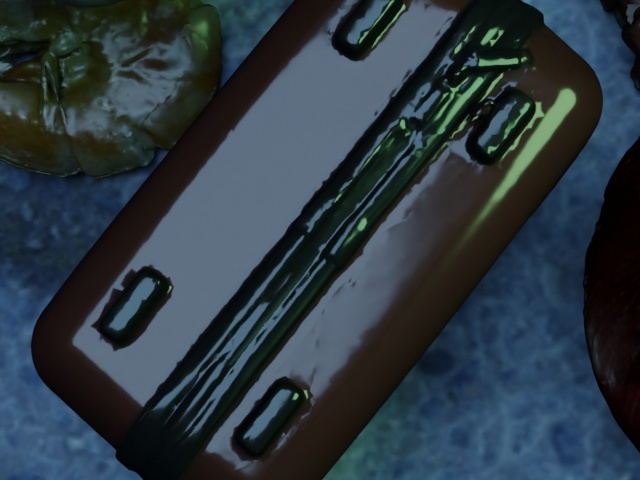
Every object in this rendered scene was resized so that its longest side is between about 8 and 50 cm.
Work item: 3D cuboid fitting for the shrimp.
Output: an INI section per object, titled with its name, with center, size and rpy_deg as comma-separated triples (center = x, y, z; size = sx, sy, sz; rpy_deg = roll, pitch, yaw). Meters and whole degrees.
[shrimp]
center = -0.207, -0.126, 0.914
size = 0.294, 0.062, 0.154
rpy_deg = 11, 84, 10

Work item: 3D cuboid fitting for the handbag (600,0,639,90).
[handbag]
center = 0.282, -0.211, 0.845
size = 0.275, 0.084, 0.260
rpy_deg = -22, 77, 4

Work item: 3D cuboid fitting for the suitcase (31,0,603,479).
[suitcase]
center = 0.000, 0.000, 0.761
size = 0.161, 0.236, 0.297
rpy_deg = 38, 85, 4

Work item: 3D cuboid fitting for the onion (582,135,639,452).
[onion]
center = 0.250, 0.053, 0.741
size = 0.272, 0.195, 0.272
rpy_deg = 11, 48, -12

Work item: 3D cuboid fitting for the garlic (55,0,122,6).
[garlic]
center = -0.108, -0.239, 0.830
size = 0.245, 0.253, 0.245
rpy_deg = -9, 77, 41
